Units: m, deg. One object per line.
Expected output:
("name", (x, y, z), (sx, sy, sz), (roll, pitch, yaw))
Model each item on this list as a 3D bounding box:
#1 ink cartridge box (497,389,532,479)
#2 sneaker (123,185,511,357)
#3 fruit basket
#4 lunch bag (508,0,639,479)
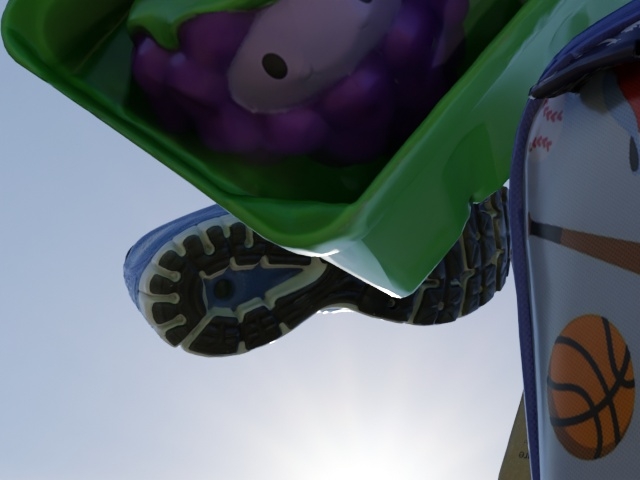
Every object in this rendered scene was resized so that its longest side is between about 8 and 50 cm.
("ink cartridge box", (0.258, 0.103, 1.230), (0.235, 0.193, 0.088), (8, -17, 36))
("sneaker", (0.000, 0.000, 1.430), (0.147, 0.330, 0.129), (27, -60, 61))
("fruit basket", (0.008, -0.201, 0.890), (0.283, 0.392, 0.392), (35, -27, 32))
("lunch bag", (0.154, 0.051, 0.447), (0.115, 0.303, 0.243), (0, -12, -29))
